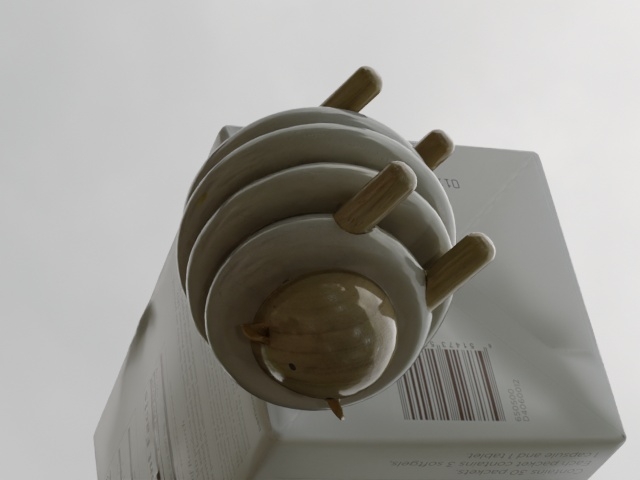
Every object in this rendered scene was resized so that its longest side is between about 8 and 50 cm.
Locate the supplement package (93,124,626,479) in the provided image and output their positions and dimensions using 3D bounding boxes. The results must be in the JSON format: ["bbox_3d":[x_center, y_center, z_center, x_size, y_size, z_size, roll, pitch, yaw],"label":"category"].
[{"bbox_3d":[-0.002,0.083,0.621,0.244,0.139,0.134,118,-31,-49],"label":"supplement package"}]

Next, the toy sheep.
[{"bbox_3d":[0.000,0.000,0.438,0.091,0.132,0.091,-2,-60,-3],"label":"toy sheep"}]
